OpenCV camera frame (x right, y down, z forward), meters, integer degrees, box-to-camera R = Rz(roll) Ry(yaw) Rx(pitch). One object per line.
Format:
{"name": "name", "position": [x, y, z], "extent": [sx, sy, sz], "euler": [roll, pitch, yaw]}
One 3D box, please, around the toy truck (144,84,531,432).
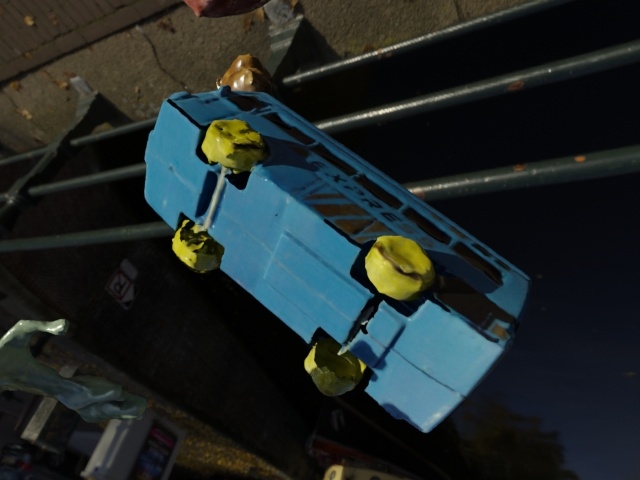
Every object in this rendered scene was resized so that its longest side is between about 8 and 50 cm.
{"name": "toy truck", "position": [0.000, 0.000, 0.509], "extent": [0.385, 0.162, 0.161], "euler": [37, 126, 16]}

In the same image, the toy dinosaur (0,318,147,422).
{"name": "toy dinosaur", "position": [-0.288, 0.057, 0.278], "extent": [0.383, 0.076, 0.129], "euler": [10, 124, -17]}

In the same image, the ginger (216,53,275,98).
{"name": "ginger", "position": [-0.095, -0.138, 0.839], "extent": [0.153, 0.274, 0.357], "euler": [5, 169, 8]}

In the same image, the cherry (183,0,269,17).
{"name": "cherry", "position": [-0.102, -0.349, 0.513], "extent": [0.206, 0.239, 0.239], "euler": [40, 143, 10]}
